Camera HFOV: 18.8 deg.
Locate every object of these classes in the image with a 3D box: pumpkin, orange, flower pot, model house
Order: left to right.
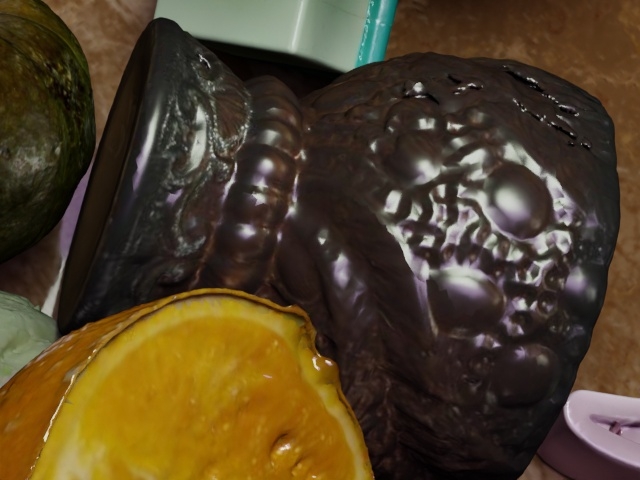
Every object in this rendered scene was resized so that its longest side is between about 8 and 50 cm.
[{"bbox_3d":[-0.253,-0.093,1.114,0.260,0.189,0.260,15,31,-9],"label":"pumpkin"},{"bbox_3d":[-0.094,0.196,0.912,0.274,0.274,0.310,1,49,-13],"label":"orange"},{"bbox_3d":[-0.013,-0.161,1.249,0.127,0.149,0.100,14,90,34],"label":"model house"},{"bbox_3d":[0.000,0.000,1.120,0.267,0.266,0.267,15,69,-12],"label":"flower pot"}]

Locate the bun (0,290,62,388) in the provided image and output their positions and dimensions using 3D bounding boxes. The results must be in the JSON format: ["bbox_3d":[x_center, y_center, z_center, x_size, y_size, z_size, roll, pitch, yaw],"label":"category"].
[{"bbox_3d":[-0.233,0.144,1.071,0.293,0.187,0.293,5,68,-12],"label":"bun"}]

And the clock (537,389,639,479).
[{"bbox_3d":[0.283,0.131,1.251,0.290,0.080,0.275,12,69,-10],"label":"clock"}]
